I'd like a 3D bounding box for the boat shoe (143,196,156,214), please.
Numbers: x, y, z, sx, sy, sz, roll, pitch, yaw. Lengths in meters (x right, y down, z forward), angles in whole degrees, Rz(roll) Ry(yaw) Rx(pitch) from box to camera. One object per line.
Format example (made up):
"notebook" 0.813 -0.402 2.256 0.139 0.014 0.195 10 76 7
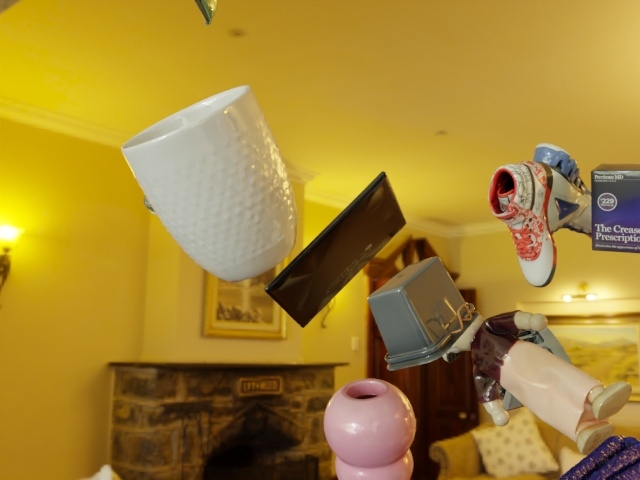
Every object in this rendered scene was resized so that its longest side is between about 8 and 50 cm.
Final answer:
"boat shoe" -0.360 -0.153 1.758 0.305 0.109 0.091 -20 -33 29

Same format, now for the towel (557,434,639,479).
"towel" 0.333 0.413 0.820 0.076 0.308 0.228 14 17 41

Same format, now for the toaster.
"toaster" 0.477 0.287 1.552 0.186 0.168 0.110 -12 -50 -8

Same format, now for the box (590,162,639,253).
"box" 0.718 -0.068 1.420 0.261 0.184 0.103 3 15 36

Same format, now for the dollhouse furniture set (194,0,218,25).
"dollhouse furniture set" -0.133 -0.336 0.794 0.058 0.076 0.151 -3 -28 17

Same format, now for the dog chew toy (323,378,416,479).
"dog chew toy" 0.118 0.488 1.525 0.207 0.332 0.206 -6 14 2

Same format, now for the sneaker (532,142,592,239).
"sneaker" 0.563 -0.067 1.604 0.315 0.182 0.127 40 -7 -29

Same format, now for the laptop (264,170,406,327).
"laptop" 0.000 0.000 1.714 0.236 0.382 0.408 41 -7 30

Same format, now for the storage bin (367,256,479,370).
"storage bin" 0.124 0.081 0.813 0.098 0.091 0.135 -22 7 41

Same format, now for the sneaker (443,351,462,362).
"sneaker" 0.285 0.214 1.565 0.057 0.161 0.075 -33 40 -12

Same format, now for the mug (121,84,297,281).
"mug" -0.190 -0.117 1.378 0.276 0.328 0.374 -21 21 10

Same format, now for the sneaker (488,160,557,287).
"sneaker" 0.414 -0.030 1.401 0.145 0.270 0.090 -5 6 -37

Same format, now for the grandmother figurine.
"grandmother figurine" 0.313 0.203 1.087 0.104 0.208 0.342 10 17 -39
